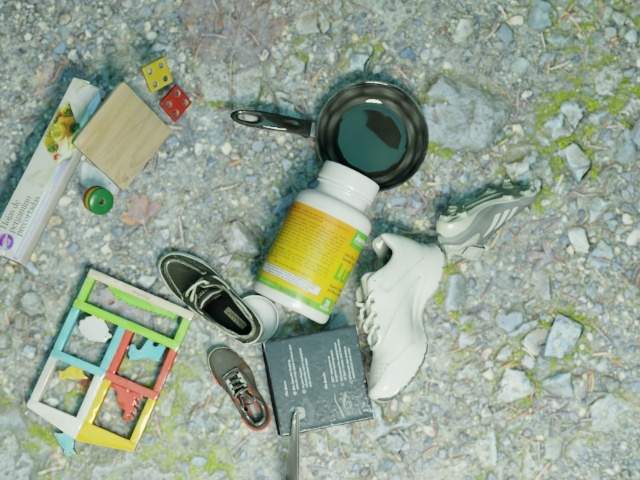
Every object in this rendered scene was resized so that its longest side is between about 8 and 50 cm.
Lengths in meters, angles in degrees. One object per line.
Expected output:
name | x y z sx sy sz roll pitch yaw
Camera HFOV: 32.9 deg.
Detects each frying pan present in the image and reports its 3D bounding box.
frying pan | 0.026 -0.161 1.865 0.326 0.053 0.197 -14 83 -5

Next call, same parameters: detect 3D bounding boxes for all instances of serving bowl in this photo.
serving bowl | -0.109 0.135 1.818 0.083 0.027 0.083 -2 78 8

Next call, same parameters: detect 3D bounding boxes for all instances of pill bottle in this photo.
pill bottle | 0.000 0.000 1.783 0.136 0.136 0.246 26 87 0

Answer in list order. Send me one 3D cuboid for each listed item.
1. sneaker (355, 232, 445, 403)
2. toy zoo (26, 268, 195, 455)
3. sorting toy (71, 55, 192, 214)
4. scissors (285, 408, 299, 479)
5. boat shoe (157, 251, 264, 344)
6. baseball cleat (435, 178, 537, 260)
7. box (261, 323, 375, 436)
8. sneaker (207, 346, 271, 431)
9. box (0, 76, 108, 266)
sneaker | 0.109 0.123 1.770 0.129 0.111 0.297 24 59 -19
toy zoo | -0.353 0.217 1.789 0.192 0.030 0.293 23 81 -1
sorting toy | -0.334 -0.184 1.814 0.274 0.046 0.132 -54 133 -12
scissors | -0.039 0.419 1.733 0.109 0.021 0.297 19 97 4
boat shoe | -0.184 0.088 1.788 0.219 0.070 0.078 36 86 14
baseball cleat | 0.285 -0.031 1.864 0.205 0.072 0.109 -19 117 -20
box | -0.006 0.230 1.781 0.158 0.093 0.156 -10 82 -7
sneaker | -0.129 0.241 1.785 0.061 0.065 0.158 -35 86 -8
box | -0.453 -0.115 1.815 0.063 0.067 0.324 25 81 1
